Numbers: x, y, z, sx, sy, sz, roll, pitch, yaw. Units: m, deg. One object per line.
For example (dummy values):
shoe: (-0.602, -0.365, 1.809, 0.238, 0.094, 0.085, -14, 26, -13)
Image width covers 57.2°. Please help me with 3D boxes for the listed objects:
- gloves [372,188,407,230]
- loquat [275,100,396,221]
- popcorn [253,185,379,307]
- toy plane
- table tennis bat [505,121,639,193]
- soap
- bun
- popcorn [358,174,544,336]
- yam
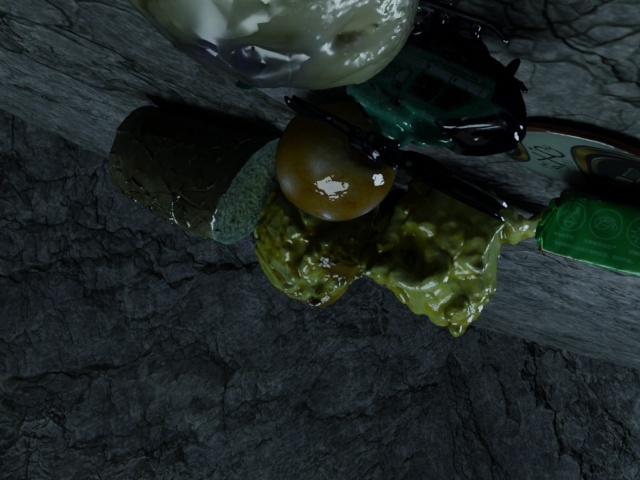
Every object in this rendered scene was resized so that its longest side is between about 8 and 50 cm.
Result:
gloves: (0.134, -0.051, 1.303, 0.135, 0.107, 0.268, 52, 174, 1)
loquat: (0.019, -0.117, 0.888, 0.179, 0.179, 0.227, 24, 168, -18)
popcorn: (-0.006, -0.002, 1.186, 0.247, 0.282, 0.282, 53, -178, 17)
toy plane: (0.064, -0.157, 0.591, 0.381, 0.155, 0.106, 36, -178, 32)
table tennis bat: (0.369, -0.086, 0.727, 0.301, 0.022, 0.173, 21, 175, 13)
soap: (0.434, 0.001, 0.761, 0.273, 0.098, 0.218, 15, -174, 29)
bun: (-0.056, -0.209, 0.468, 0.272, 0.168, 0.273, 20, 176, 1)
popcorn: (0.209, 0.015, 0.997, 0.237, 0.293, 0.293, 42, 169, -7)
yam: (-0.254, -0.144, 1.210, 0.348, 0.241, 0.241, 21, 173, 22)
